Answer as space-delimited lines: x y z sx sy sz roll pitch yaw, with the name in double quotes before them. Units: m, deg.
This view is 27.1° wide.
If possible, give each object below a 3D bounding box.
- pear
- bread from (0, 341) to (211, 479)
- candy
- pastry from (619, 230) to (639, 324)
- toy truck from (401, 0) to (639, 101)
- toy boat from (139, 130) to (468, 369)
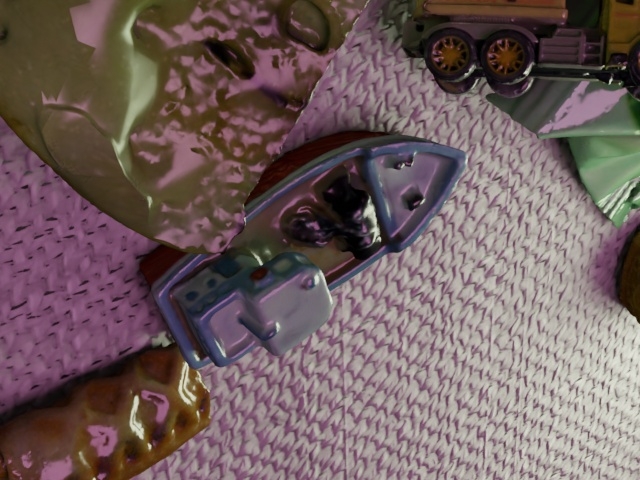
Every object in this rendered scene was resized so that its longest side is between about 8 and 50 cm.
"pear" -0.136 -0.206 0.963 0.318 0.238 0.342 23 107 -33
"bread" -0.208 0.194 1.255 0.232 0.088 0.128 -24 138 -32
"candy" 0.350 -0.168 1.444 0.263 0.172 0.398 -47 155 7
"pastry" 0.470 0.037 1.683 0.188 0.103 0.189 -21 128 -29
"toy truck" 0.215 -0.212 1.221 0.124 0.272 0.157 1 93 -80
"toy boat" 0.000 0.000 1.259 0.332 0.133 0.145 -35 132 -17
